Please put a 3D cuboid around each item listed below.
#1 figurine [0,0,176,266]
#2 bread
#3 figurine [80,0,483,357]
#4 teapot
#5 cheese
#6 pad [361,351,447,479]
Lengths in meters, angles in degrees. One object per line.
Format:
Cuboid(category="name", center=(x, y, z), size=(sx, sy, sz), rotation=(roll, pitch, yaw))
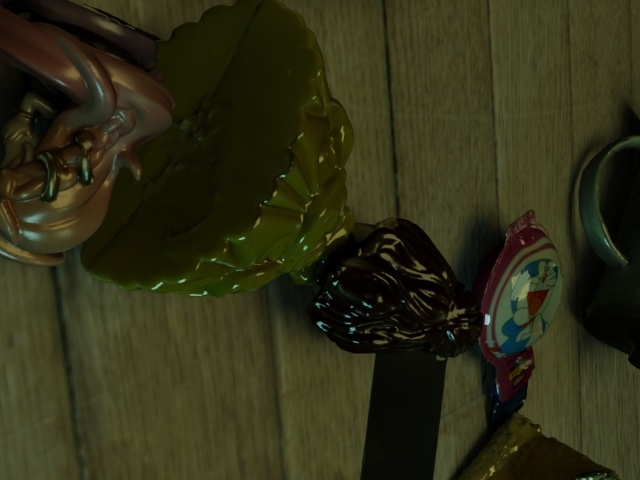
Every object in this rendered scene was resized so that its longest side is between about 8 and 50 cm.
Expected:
Cuboid(category="figurine", center=(-0.138, -0.062, 0.483), size=(0.114, 0.126, 0.157), rotation=(1, 92, -3))
Cuboid(category="bread", center=(0.226, 0.276, 0.871), size=(0.169, 0.160, 0.140), rotation=(-40, 122, -30))
Cuboid(category="figurine", center=(-0.004, -0.001, 0.631), size=(0.315, 0.168, 0.187), rotation=(39, 55, -52))
Cuboid(category="teapot", center=(0.427, -0.011, 1.061), size=(0.270, 0.200, 0.337), rotation=(28, 73, -18))
Cuboid(category="cheese", center=(0.203, 0.087, 0.904), size=(0.155, 0.062, 0.244), rotation=(-27, 125, -42))
Cuboid(category="pad", center=(0.078, 0.192, 0.821), size=(0.116, 0.004, 0.193), rotation=(10, 87, -47))
